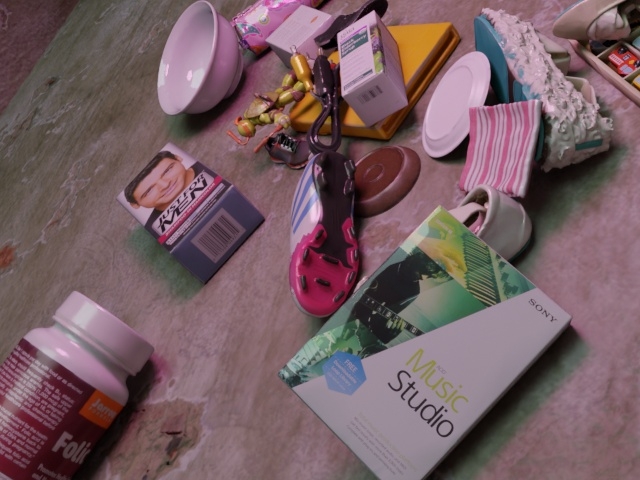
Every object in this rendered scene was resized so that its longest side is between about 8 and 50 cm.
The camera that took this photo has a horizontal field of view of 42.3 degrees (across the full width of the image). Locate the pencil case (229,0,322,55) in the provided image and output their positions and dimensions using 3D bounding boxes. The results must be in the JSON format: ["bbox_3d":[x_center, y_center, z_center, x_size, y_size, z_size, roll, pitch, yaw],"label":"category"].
[{"bbox_3d":[-0.102,-0.605,2.150,0.284,0.124,0.124,-37,35,7],"label":"pencil case"}]

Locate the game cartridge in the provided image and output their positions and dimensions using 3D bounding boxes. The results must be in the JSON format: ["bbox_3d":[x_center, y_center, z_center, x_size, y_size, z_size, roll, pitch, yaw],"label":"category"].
[{"bbox_3d":[0.099,-0.336,1.740,0.324,0.052,0.285,14,64,53],"label":"game cartridge"}]

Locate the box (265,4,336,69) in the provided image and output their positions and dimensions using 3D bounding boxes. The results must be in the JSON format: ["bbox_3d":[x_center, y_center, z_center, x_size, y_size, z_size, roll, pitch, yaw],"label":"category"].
[{"bbox_3d":[-0.031,-0.471,1.964,0.130,0.091,0.170,-44,35,-2],"label":"box"}]

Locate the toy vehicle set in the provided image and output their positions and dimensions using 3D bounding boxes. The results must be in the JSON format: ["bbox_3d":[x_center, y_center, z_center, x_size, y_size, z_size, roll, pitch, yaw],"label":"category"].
[{"bbox_3d":[0.524,-0.303,1.296,0.166,0.035,0.267,-35,36,10],"label":"toy vehicle set"}]

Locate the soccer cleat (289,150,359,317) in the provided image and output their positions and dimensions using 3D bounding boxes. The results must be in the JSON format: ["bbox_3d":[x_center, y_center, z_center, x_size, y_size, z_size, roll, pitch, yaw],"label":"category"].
[{"bbox_3d":[0.000,0.000,1.450,0.143,0.116,0.331,131,152,-54],"label":"soccer cleat"}]

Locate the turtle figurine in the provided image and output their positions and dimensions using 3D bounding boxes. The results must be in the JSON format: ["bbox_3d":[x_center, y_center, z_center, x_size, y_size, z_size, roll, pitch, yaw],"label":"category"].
[{"bbox_3d":[-0.108,-0.286,1.766,0.217,0.087,0.269,-42,20,-14],"label":"turtle figurine"}]

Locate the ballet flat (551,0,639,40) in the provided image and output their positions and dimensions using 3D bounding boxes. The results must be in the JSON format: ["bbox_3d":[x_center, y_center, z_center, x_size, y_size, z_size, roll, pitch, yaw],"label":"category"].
[{"bbox_3d":[0.490,-0.366,1.301,0.248,0.086,0.086,-25,39,22],"label":"ballet flat"}]

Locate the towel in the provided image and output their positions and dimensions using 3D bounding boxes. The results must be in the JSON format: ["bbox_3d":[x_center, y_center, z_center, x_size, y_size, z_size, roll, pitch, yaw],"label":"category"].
[{"bbox_3d":[0.271,-0.140,1.271,0.197,0.029,0.144,-161,78,-73],"label":"towel"}]

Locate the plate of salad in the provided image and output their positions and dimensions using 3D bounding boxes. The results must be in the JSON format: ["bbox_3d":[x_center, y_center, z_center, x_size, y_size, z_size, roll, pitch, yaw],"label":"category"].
[{"bbox_3d":[0.245,-0.237,1.465,0.200,0.048,0.200,-51,28,42],"label":"plate of salad"}]

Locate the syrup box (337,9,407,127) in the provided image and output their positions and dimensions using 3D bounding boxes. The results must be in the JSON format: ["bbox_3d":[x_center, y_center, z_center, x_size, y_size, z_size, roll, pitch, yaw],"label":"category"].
[{"bbox_3d":[0.098,-0.338,1.613,0.093,0.096,0.237,-28,39,22],"label":"syrup box"}]

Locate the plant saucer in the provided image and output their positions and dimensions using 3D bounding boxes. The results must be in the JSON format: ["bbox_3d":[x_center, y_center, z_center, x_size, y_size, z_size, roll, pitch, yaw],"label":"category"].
[{"bbox_3d":[0.104,-0.116,1.518,0.168,0.029,0.168,-25,38,22],"label":"plant saucer"}]

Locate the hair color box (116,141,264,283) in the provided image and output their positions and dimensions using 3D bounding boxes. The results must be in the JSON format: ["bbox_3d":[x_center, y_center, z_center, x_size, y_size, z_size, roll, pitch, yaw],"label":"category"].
[{"bbox_3d":[-0.290,-0.071,1.781,0.185,0.113,0.374,-48,35,-6],"label":"hair color box"}]

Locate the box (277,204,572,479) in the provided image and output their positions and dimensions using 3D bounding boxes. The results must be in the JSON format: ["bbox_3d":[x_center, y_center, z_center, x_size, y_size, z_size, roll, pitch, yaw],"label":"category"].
[{"bbox_3d":[0.135,0.143,1.089,0.232,0.058,0.322,42,85,19],"label":"box"}]

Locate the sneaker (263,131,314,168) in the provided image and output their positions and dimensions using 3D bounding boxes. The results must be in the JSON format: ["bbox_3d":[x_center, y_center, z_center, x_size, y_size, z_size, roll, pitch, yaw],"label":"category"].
[{"bbox_3d":[-0.069,-0.194,1.733,0.158,0.065,0.061,6,57,48],"label":"sneaker"}]

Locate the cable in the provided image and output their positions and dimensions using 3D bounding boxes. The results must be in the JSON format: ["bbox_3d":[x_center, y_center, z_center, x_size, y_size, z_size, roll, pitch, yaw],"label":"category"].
[{"bbox_3d":[0.013,-0.271,1.653,0.072,0.139,0.287,-41,46,49],"label":"cable"}]

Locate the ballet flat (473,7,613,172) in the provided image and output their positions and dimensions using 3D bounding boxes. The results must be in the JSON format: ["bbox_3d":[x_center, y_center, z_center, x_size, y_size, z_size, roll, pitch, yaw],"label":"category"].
[{"bbox_3d":[0.361,-0.253,1.352,0.147,0.147,0.409,-30,40,18],"label":"ballet flat"}]

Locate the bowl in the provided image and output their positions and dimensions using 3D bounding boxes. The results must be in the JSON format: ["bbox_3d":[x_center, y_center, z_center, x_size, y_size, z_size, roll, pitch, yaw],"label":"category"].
[{"bbox_3d":[-0.289,-0.446,2.111,0.298,0.134,0.297,-24,60,49],"label":"bowl"}]

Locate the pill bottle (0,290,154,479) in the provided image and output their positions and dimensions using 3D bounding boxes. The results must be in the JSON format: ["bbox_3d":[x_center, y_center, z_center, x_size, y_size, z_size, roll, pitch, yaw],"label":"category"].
[{"bbox_3d":[-0.492,0.302,1.495,0.224,0.224,0.392,16,66,51],"label":"pill bottle"}]

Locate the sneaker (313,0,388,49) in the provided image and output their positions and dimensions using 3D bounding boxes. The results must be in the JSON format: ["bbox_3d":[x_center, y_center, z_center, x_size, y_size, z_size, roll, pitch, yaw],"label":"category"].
[{"bbox_3d":[0.068,-0.485,1.843,0.170,0.051,0.089,-45,37,3],"label":"sneaker"}]

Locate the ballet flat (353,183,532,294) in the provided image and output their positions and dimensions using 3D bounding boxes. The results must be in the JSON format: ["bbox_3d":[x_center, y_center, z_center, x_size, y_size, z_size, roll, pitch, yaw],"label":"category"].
[{"bbox_3d":[0.133,0.067,1.211,0.400,0.139,0.139,-43,35,0],"label":"ballet flat"}]
